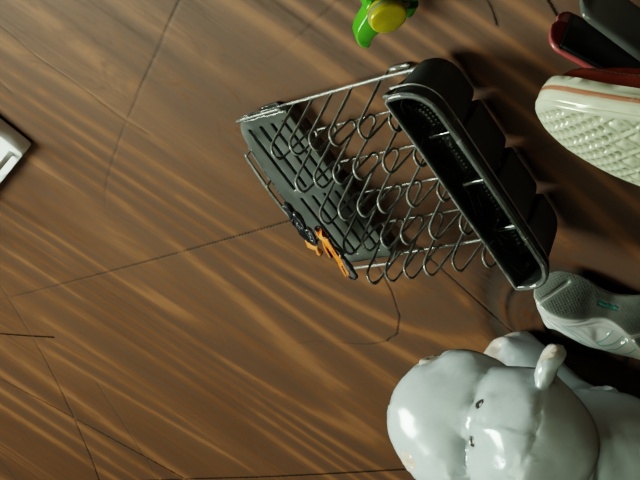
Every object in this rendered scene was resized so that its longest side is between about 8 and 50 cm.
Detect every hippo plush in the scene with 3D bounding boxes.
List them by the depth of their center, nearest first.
[{"bbox_3d":[0.175,0.198,1.260,0.294,0.234,0.236,15,180,34],"label":"hippo plush"}]

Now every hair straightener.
[{"bbox_3d":[0.275,-0.110,1.058,0.230,0.047,0.089,34,144,-3],"label":"hair straightener"}]

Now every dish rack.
[{"bbox_3d":[0.051,-0.044,1.277,0.271,0.074,0.208,-10,126,44],"label":"dish rack"}]

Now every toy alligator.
[{"bbox_3d":[0.056,-0.213,1.098,0.051,0.056,0.190,-11,142,-14],"label":"toy alligator"}]

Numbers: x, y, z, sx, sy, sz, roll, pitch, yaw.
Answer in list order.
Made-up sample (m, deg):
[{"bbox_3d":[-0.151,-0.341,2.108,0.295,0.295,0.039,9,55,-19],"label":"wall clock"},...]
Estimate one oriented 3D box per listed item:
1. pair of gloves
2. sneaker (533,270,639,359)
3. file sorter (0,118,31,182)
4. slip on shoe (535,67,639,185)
[{"bbox_3d":[0.000,0.000,1.320,0.083,0.010,0.074,39,168,41],"label":"pair of gloves"},{"bbox_3d":[0.255,0.072,1.293,0.152,0.054,0.061,22,159,17],"label":"sneaker"},{"bbox_3d":[-0.461,-0.048,1.562,0.193,0.173,0.277,39,143,-11],"label":"file sorter"},{"bbox_3d":[0.307,-0.085,0.999,0.331,0.101,0.123,4,157,22],"label":"slip on shoe"}]
